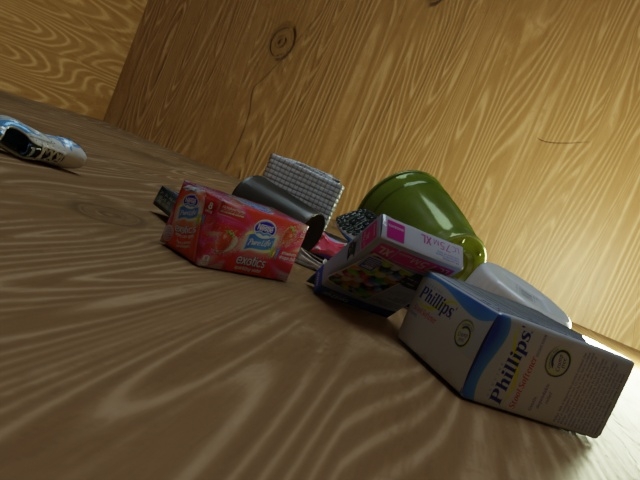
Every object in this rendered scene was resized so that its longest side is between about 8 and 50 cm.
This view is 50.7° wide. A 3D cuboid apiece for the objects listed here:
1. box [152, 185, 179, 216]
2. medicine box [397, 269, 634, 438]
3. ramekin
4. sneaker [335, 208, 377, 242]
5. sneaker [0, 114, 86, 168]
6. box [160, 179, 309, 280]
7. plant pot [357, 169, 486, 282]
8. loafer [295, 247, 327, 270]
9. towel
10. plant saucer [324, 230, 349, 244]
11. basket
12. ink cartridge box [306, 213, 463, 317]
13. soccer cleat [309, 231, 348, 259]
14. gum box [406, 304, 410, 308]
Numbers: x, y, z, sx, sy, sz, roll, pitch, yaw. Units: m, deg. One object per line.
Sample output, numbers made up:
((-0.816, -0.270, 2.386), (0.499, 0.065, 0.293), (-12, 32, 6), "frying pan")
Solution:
((-0.256, -0.043, 1.521), (0.175, 0.051, 0.220), (25, 3, -39), "box")
((0.327, 0.190, 1.180), (0.289, 0.149, 0.263), (20, 6, -19), "medicine box")
((0.445, 0.171, 1.583), (0.277, 0.135, 0.277), (30, 15, -9), "ramekin")
((0.146, 0.027, 2.035), (0.130, 0.147, 0.330), (-19, 42, -18), "sneaker")
((-0.649, -0.211, 1.559), (0.237, 0.085, 0.086), (22, 31, -47), "sneaker")
((-0.159, -0.014, 1.303), (0.123, 0.128, 0.257), (27, 6, 37), "box")
((0.345, 0.009, 2.201), (0.367, 0.366, 0.353), (19, 19, -33), "plant pot")
((-0.003, 0.057, 1.692), (0.125, 0.039, 0.045), (22, 5, -7), "loafer")
((-0.084, -0.154, 2.395), (0.284, 0.235, 0.121), (22, 0, -9), "towel")
((0.000, 0.000, 2.198), (0.311, 0.050, 0.310), (23, 5, -2), "plant saucer")
((-0.114, -0.068, 1.910), (0.227, 0.154, 0.204), (30, 5, 28), "basket")
((0.115, 0.070, 1.346), (0.186, 0.065, 0.311), (21, -33, -20), "ink cartridge box")
((0.027, 0.027, 1.990), (0.248, 0.083, 0.095), (22, -22, 31), "soccer cleat")
((0.254, 0.148, 1.726), (0.188, 0.062, 0.107), (24, 6, 11), "gum box")
